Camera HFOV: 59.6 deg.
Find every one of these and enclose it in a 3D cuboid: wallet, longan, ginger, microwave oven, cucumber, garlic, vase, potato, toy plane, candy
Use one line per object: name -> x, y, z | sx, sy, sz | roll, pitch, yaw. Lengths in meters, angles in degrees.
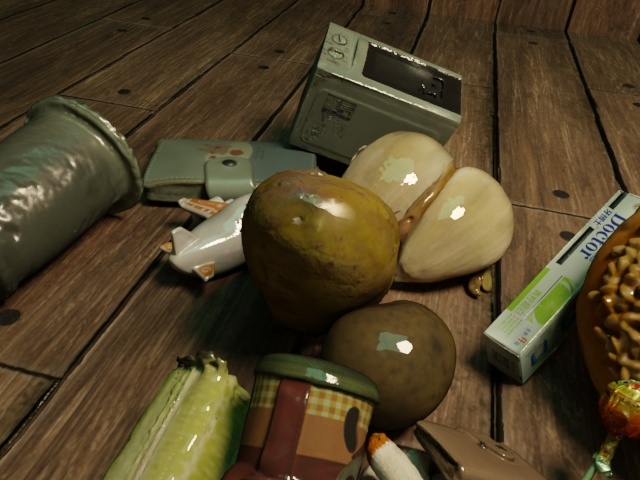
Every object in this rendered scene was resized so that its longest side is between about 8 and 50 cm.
wallet -> -0.177, -0.149, 1.157 | 0.360, 0.083, 0.252 | 0, 31, -3
longan -> 0.087, 0.152, 0.704 | 0.167, 0.167, 0.187 | 25, 39, 25
ginger -> 0.273, 0.060, 0.960 | 0.048, 0.030, 0.097 | 6, 34, -2
wallet -> 0.185, 0.248, 0.623 | 0.153, 0.039, 0.118 | 21, 4, -21
microwave oven -> 0.111, -0.279, 1.161 | 0.295, 0.237, 0.181 | 19, 52, -9
cucumber -> -0.161, 0.280, 0.559 | 0.105, 0.145, 0.325 | -21, 28, 31
garlic -> 0.175, -0.055, 0.984 | 0.313, 0.249, 0.286 | -27, 86, -46
vase -> -0.462, -0.061, 0.889 | 0.245, 0.245, 0.291 | 15, 44, 14
potato -> 0.000, 0.000, 0.738 | 0.229, 0.266, 0.229 | -1, 67, 2
toy plane -> -0.152, -0.014, 0.945 | 0.245, 0.117, 0.244 | 2, 36, -1
candy -> 0.298, 0.239, 0.605 | 0.060, 0.201, 0.060 | 26, 8, -4

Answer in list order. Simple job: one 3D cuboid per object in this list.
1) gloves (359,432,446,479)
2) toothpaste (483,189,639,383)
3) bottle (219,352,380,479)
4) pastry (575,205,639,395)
gloves -> 0.091, 0.293, 0.556 | 0.140, 0.131, 0.219 | 37, -8, -19
toothpaste -> 0.375, 0.063, 0.828 | 0.336, 0.081, 0.067 | -41, 47, -17
bottle -> -0.031, 0.256, 0.540 | 0.156, 0.143, 0.271 | 28, 64, -30
pastry -> 0.517, 0.106, 0.647 | 0.409, 0.409, 0.245 | 23, -2, 23
